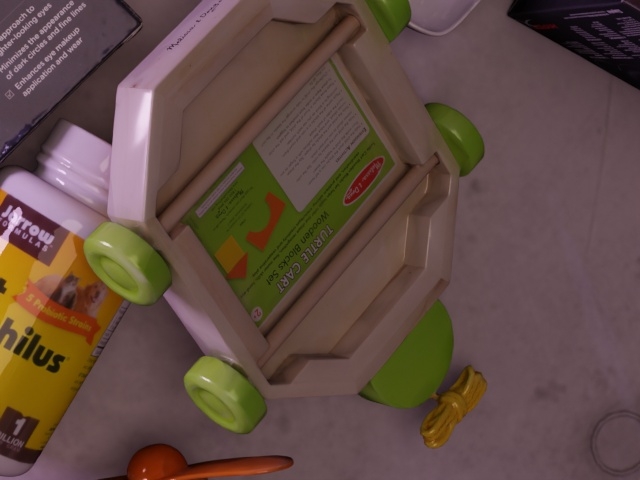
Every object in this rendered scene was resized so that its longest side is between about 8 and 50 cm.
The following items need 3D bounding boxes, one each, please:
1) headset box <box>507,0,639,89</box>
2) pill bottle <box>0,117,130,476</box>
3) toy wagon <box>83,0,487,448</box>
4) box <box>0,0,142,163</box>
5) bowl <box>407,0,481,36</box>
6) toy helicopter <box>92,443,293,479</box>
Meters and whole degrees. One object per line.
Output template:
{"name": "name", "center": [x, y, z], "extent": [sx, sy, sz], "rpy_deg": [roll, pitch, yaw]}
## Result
{"name": "headset box", "center": [0.301, -0.130, 1.171], "extent": [0.293, 0.218, 0.110], "rpy_deg": [27, 89, -13]}
{"name": "pill bottle", "center": [-0.185, 0.034, 1.128], "extent": [0.117, 0.117, 0.215], "rpy_deg": [31, 88, -14]}
{"name": "toy wagon", "center": [0.000, 0.000, 1.151], "extent": [0.267, 0.068, 0.344], "rpy_deg": [-49, 125, -24]}
{"name": "box", "center": [-0.224, -0.139, 1.115], "extent": [0.156, 0.093, 0.158], "rpy_deg": [-45, 104, -5]}
{"name": "bowl", "center": [0.063, -0.224, 1.193], "extent": [0.142, 0.053, 0.142], "rpy_deg": [38, 86, -14]}
{"name": "toy helicopter", "center": [-0.158, 0.228, 1.146], "extent": [0.355, 0.140, 0.235], "rpy_deg": [14, 91, -10]}
